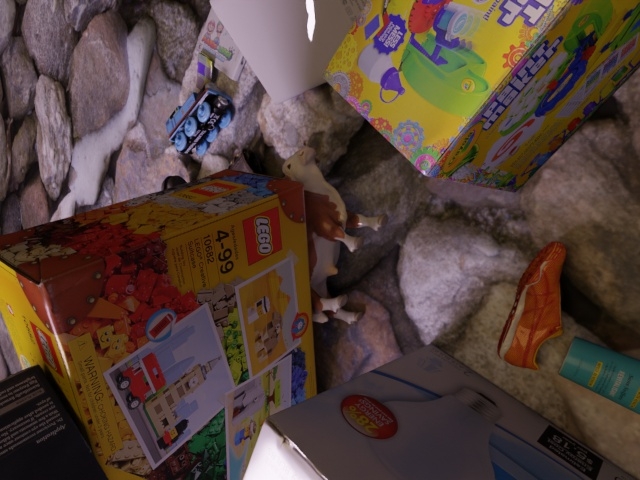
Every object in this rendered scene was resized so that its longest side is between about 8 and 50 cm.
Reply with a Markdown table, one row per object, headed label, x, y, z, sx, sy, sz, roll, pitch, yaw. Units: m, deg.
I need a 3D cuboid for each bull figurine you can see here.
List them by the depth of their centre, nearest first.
| label | x | y | z | sx | sy | sz | roll | pitch | yaw |
| --- | --- | --- | --- | --- | --- | --- | --- | --- | --- |
| bull figurine | 0.000 | 0.000 | 0.778 | 0.189 | 0.101 | 0.310 | 26 | 119 | 35 |

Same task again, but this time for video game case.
| label | x | y | z | sx | sy | sz | roll | pitch | yaw |
| --- | --- | --- | --- | --- | --- | --- | --- | --- | --- |
| video game case | -0.200 | -0.442 | 0.984 | 0.157 | 0.019 | 0.143 | 42 | 116 | 30 |

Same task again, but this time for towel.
| label | x | y | z | sx | sy | sz | roll | pitch | yaw |
| --- | --- | --- | --- | --- | --- | --- | --- | --- | --- |
| towel | -0.261 | -0.373 | 1.027 | 0.060 | 0.010 | 0.083 | 43 | 134 | 30 |

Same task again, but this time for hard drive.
| label | x | y | z | sx | sy | sz | roll | pitch | yaw |
| --- | --- | --- | --- | --- | --- | --- | --- | --- | --- |
| hard drive | -0.008 | -0.369 | 0.742 | 0.319 | 0.040 | 0.210 | -11 | 127 | 38 |

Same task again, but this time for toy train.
| label | x | y | z | sx | sy | sz | roll | pitch | yaw |
| --- | --- | --- | --- | --- | --- | --- | --- | --- | --- |
| toy train | -0.269 | -0.268 | 1.010 | 0.184 | 0.080 | 0.105 | -38 | 63 | 33 |

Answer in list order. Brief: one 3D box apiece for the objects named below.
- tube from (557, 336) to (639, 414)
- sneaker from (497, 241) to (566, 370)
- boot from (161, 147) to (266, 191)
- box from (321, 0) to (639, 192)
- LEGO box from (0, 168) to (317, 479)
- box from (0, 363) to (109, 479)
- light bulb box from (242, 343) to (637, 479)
| label | x | y | z | sx | sy | sz | roll | pitch | yaw |
| --- | --- | --- | --- | --- | --- | --- | --- | --- | --- |
| tube | 0.388 | 0.177 | 0.520 | 0.207 | 0.052 | 0.080 | 22 | 115 | 30 |
| sneaker | 0.287 | 0.085 | 0.596 | 0.068 | 0.064 | 0.174 | 17 | 108 | 17 |
| boot | -0.212 | -0.107 | 0.975 | 0.229 | 0.091 | 0.263 | -47 | 68 | 24 |
| box | 0.211 | -0.221 | 0.496 | 0.177 | 0.279 | 0.289 | 51 | 120 | 25 |
| LEGO box | -0.197 | 0.184 | 0.693 | 0.193 | 0.373 | 0.499 | 16 | 120 | 37 |
| box | -0.319 | 0.247 | 0.500 | 0.158 | 0.093 | 0.156 | 51 | 135 | 12 |
| light bulb box | 0.143 | 0.336 | 0.516 | 0.358 | 0.361 | 0.225 | 31 | 110 | 34 |
